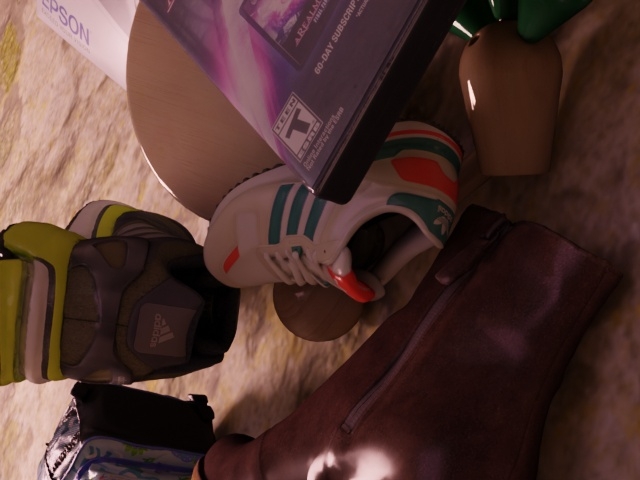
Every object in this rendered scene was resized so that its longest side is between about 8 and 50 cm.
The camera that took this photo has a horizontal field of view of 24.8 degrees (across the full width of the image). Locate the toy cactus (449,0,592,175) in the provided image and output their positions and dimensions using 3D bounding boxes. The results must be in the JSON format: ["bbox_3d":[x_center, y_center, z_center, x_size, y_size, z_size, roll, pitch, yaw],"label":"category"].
[{"bbox_3d":[0.096,-0.123,0.706,0.219,0.112,0.180,7,101,58],"label":"toy cactus"}]

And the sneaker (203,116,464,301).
[{"bbox_3d":[0.000,0.000,0.731,0.161,0.057,0.075,-24,43,30],"label":"sneaker"}]

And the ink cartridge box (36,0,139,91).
[{"bbox_3d":[-0.113,-0.197,0.964,0.223,0.045,0.224,40,138,32],"label":"ink cartridge box"}]

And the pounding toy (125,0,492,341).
[{"bbox_3d":[0.003,-0.078,0.845,0.183,0.110,0.237,-44,69,28],"label":"pounding toy"}]

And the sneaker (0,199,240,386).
[{"bbox_3d":[-0.106,0.040,0.886,0.300,0.121,0.111,-49,-33,-80],"label":"sneaker"}]

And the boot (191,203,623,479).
[{"bbox_3d":[0.038,0.080,0.731,0.207,0.090,0.248,-62,26,-5],"label":"boot"}]

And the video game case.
[{"bbox_3d":[-0.010,-0.167,0.719,0.196,0.026,0.274,-60,41,17],"label":"video game case"}]

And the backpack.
[{"bbox_3d":[-0.127,0.155,0.924,0.114,0.105,0.084,-54,35,37],"label":"backpack"}]
